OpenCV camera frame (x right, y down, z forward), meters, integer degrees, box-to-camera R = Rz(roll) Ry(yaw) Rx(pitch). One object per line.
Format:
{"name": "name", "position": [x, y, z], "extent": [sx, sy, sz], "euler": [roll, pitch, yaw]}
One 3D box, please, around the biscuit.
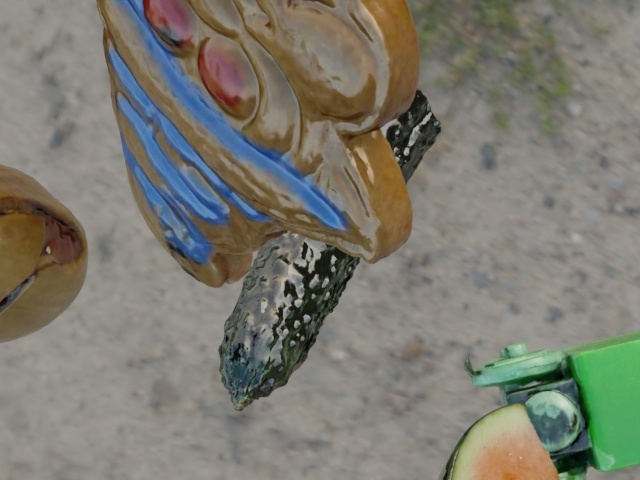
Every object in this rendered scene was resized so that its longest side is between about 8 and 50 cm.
{"name": "biscuit", "position": [-0.028, -0.084, 0.677], "extent": [0.183, 0.043, 0.280], "euler": [42, 145, 24]}

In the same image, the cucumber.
{"name": "cucumber", "position": [-0.002, 0.000, 1.382], "extent": [0.072, 0.072, 0.300], "euler": [6, 49, 34]}

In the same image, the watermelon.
{"name": "watermelon", "position": [0.096, 0.163, 1.004], "extent": [0.094, 0.135, 0.125], "euler": [17, 111, 10]}

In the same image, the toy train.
{"name": "toy train", "position": [0.222, 0.140, 1.657], "extent": [0.188, 0.243, 0.132], "euler": [-14, 87, 4]}

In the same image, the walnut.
{"name": "walnut", "position": [-0.369, 0.016, 2.083], "extent": [0.203, 0.298, 0.203], "euler": [0, 91, 27]}
